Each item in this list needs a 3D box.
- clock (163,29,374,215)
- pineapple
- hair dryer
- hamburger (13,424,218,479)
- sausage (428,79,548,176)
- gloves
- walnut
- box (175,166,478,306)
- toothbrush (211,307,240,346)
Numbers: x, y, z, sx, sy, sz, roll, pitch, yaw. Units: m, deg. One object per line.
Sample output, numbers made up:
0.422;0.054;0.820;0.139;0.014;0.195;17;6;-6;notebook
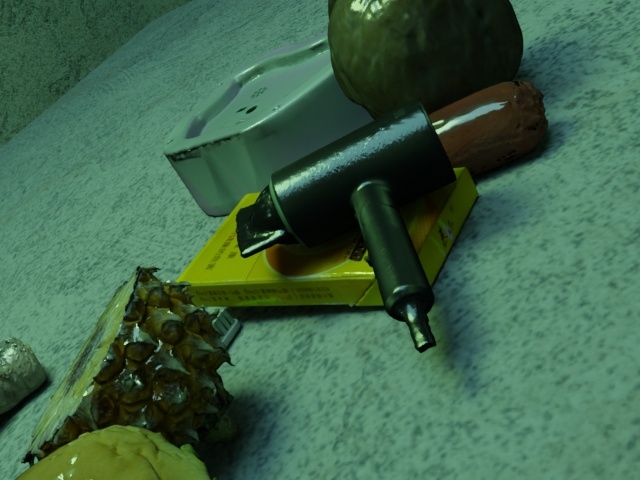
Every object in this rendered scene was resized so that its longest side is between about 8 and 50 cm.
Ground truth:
-0.046;-0.176;1.110;0.338;0.102;0.338;-27;26;14;clock
-0.123;0.121;0.645;0.161;0.137;0.176;-42;21;43;pineapple
0.027;0.006;0.646;0.195;0.078;0.248;-26;36;9;hair dryer
-0.156;0.238;0.457;0.283;0.145;0.259;-37;22;-20;hamburger
0.146;-0.102;0.785;0.141;0.076;0.076;-22;27;24;sausage
-0.382;0.165;0.919;0.110;0.094;0.144;5;36;37;gloves
0.104;-0.216;0.867;0.224;0.224;0.224;-27;26;14;walnut
0.000;0.000;0.783;0.269;0.043;0.152;-6;38;37;box
-0.156;0.179;0.687;0.025;0.030;0.342;-15;31;40;toothbrush
